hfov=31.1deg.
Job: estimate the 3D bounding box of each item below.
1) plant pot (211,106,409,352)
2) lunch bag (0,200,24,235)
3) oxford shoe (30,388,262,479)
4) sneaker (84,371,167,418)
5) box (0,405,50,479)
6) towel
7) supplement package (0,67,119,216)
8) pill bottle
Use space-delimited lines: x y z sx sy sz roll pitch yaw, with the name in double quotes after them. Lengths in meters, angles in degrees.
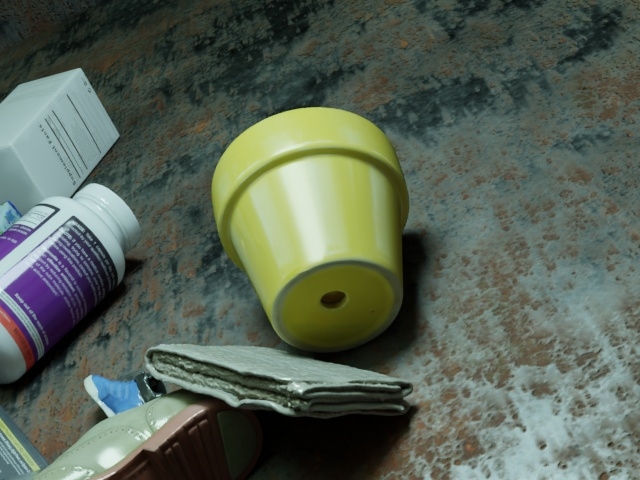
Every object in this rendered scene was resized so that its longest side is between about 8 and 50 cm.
0.000 0.000 1.450 0.254 0.254 0.239 -23 43 8 "plant pot"
-0.611 0.017 2.098 0.151 0.096 0.129 -33 27 22 "lunch bag"
-0.258 0.294 1.292 0.397 0.140 0.146 -27 23 -22 "oxford shoe"
-0.247 0.200 1.499 0.084 0.058 0.152 -41 34 -12 "sneaker"
-0.529 0.311 1.437 0.318 0.097 0.395 -23 24 -26 "box"
-0.050 0.160 1.310 0.187 0.049 0.282 7 0 -41 "towel"
-0.569 -0.184 2.299 0.177 0.175 0.293 -9 33 28 "supplement package"
-0.429 0.057 1.771 0.181 0.181 0.323 5 41 45 "pill bottle"
